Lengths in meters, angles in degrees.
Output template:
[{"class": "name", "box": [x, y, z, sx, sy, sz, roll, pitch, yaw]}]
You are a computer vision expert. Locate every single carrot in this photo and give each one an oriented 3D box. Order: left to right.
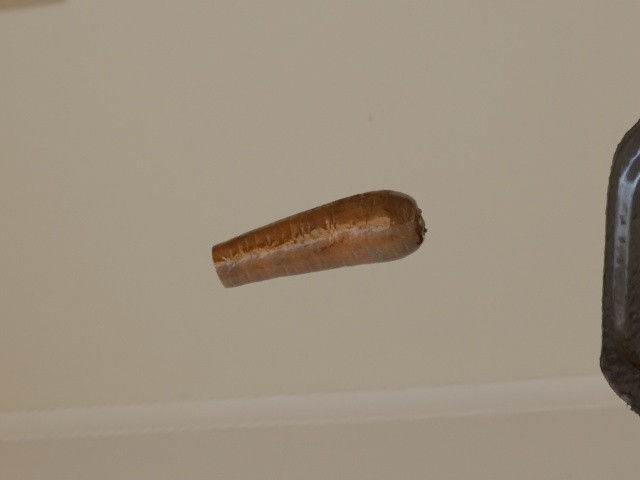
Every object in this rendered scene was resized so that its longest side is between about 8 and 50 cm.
[{"class": "carrot", "box": [0.000, 0.000, 0.480, 0.093, 0.032, 0.032, -14, -152, 10]}]

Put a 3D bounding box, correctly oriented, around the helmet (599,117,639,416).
[{"class": "helmet", "box": [0.260, 0.009, 0.541, 0.154, 0.198, 0.253, 6, 172, -12]}]
